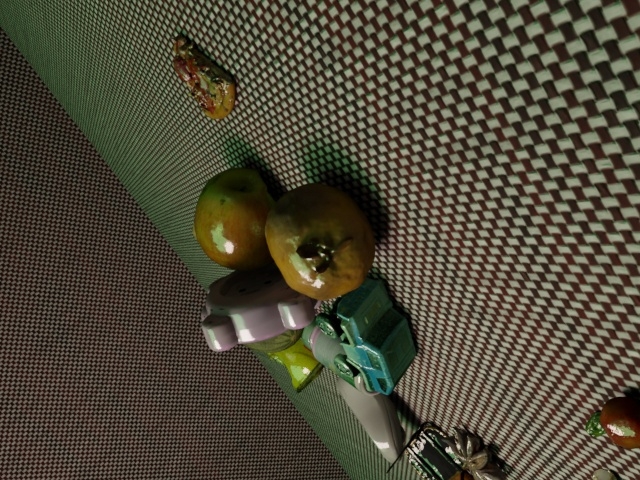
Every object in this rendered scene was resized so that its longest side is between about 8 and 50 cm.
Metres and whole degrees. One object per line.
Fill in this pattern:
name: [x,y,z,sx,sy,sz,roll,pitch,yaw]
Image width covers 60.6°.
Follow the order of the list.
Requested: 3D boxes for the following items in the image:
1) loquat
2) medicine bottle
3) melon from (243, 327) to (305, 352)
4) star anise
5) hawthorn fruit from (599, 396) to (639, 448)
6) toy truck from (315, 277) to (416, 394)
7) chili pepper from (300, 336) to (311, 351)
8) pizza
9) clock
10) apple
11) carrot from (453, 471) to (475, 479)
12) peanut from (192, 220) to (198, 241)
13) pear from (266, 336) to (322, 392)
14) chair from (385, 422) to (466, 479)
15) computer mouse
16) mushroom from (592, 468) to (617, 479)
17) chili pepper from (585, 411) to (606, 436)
loquat: [0.000,0.000,1.035,0.238,0.193,0.239,158,90,-85]
medicine bottle: [0.067,0.298,1.480,0.274,0.133,0.134,25,148,48]
melon: [-0.179,0.220,1.698,0.301,0.237,0.238,29,151,35]
star anise: [0.382,0.530,1.338,0.182,0.065,0.195,49,164,17]
hawthorn fruit: [0.430,0.250,0.757,0.077,0.077,0.077,41,158,21]
toy truck: [0.111,0.212,1.227,0.156,0.155,0.279,19,144,38]
chili pepper: [0.017,0.351,1.768,0.272,0.064,0.071,21,175,40]
pizza: [-0.261,-0.342,1.169,0.193,0.053,0.201,51,160,-2]
clock: [-0.135,0.138,1.281,0.322,0.295,0.114,-99,-8,-75]
apple: [-0.181,-0.056,1.317,0.246,0.246,0.227,32,134,39]
carrot: [0.377,0.665,1.608,0.216,0.048,0.048,33,154,48]
peanut: [-0.279,-0.033,1.605,0.291,0.143,0.159,23,157,46]
pear: [-0.102,0.386,1.937,0.255,0.164,0.238,46,161,13]
chair: [0.304,0.606,1.504,0.158,0.172,0.246,43,-159,16]
computer mouse: [0.166,0.511,1.633,0.297,0.121,0.184,49,171,29]
mushroom: [0.535,0.491,0.979,0.059,0.054,0.202,2,123,57]
chili pepper: [0.443,0.285,0.851,0.030,0.034,0.091,15,154,-1]
